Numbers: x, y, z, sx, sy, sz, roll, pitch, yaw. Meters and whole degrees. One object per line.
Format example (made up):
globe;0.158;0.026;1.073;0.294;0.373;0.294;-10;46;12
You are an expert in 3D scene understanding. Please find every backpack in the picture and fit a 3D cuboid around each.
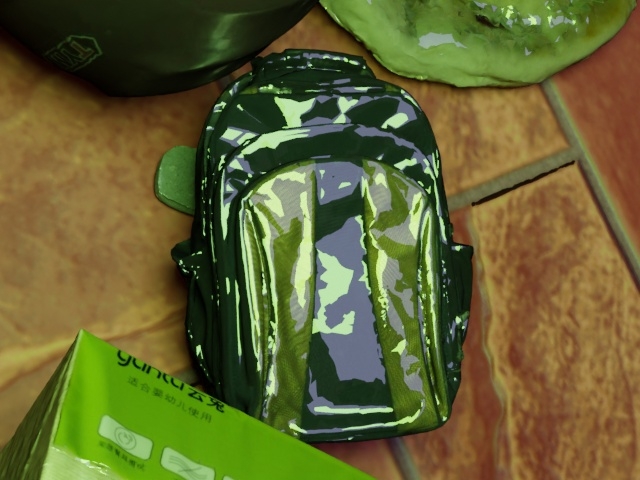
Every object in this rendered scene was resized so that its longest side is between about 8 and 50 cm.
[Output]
backpack;0.000;0.000;1.223;0.206;0.133;0.258;-2;89;-18

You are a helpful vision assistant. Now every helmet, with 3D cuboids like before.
helmet;-0.092;-0.191;1.209;0.177;0.225;0.305;46;67;-19

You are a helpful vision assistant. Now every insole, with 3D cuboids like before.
insole;-0.026;-0.020;1.295;0.192;0.010;0.063;17;67;-19

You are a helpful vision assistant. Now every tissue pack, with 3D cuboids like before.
tissue pack;-0.073;0.216;1.069;0.274;0.200;0.167;27;34;-15

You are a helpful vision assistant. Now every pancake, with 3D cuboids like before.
pancake;0.113;-0.298;1.409;0.387;0.082;0.387;7;74;-25
